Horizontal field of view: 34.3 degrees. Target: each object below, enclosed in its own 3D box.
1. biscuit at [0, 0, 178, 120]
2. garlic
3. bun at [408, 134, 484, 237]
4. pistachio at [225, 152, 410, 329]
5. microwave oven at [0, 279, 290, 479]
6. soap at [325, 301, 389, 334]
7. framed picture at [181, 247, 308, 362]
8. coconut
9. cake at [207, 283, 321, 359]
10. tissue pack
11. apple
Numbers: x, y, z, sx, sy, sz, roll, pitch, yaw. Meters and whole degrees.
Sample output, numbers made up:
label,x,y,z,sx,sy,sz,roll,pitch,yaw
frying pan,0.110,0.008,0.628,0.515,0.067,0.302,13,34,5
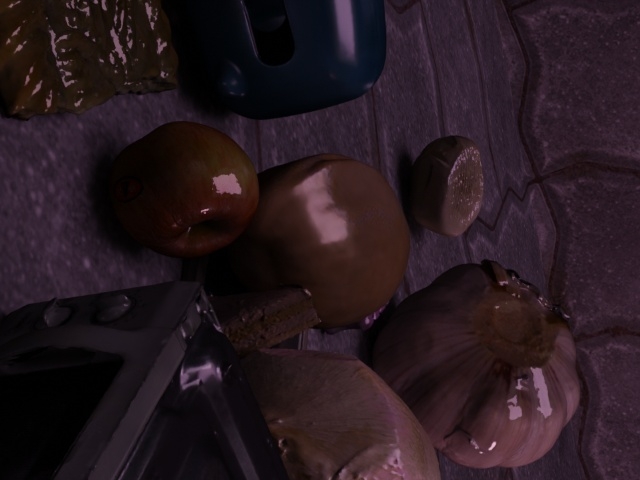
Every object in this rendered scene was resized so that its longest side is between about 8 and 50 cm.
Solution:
label,x,y,z,sx,sy,sz,roll,pitch,yaw
biscuit,-0.198,-0.201,0.869,0.273,0.036,0.187,-43,122,-66
garlic,0.226,0.187,1.492,0.241,0.322,0.322,87,10,-45
bun,0.210,-0.098,1.797,0.166,0.113,0.173,39,69,-54
pistachio,0.000,0.000,1.054,0.181,0.162,0.293,-61,153,4
microwave oven,-0.144,0.195,0.634,0.295,0.181,0.237,-67,141,-56
soap,0.027,0.007,1.333,0.122,0.065,0.203,-37,116,-67
framed picture,-0.078,0.100,1.084,0.260,0.023,0.189,52,35,-50
coconut,-0.013,0.209,0.922,0.230,0.227,0.227,42,43,-54
cake,-0.058,0.077,0.949,0.052,0.121,0.065,60,37,-28
tissue pack,-0.045,-0.272,1.074,0.206,0.198,0.287,-51,131,-66
apple,-0.115,-0.045,0.894,0.126,0.126,0.102,41,26,-60
